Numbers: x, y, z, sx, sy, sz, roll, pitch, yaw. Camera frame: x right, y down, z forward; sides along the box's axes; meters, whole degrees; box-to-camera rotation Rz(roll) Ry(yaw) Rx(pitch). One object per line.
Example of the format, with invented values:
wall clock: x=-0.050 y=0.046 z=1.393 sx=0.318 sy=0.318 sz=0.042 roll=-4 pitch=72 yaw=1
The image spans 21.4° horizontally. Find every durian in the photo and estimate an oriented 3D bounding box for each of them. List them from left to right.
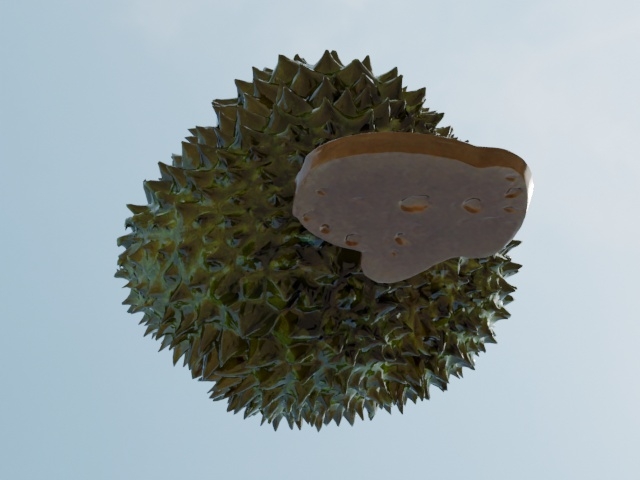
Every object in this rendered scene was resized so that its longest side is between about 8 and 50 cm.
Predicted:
durian: x=0.000 y=-0.002 z=1.186 sx=0.291 sy=0.224 sz=0.291 roll=2 pitch=-105 yaw=-9

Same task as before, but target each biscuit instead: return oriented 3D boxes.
biscuit: x=0.051 y=-0.019 z=1.009 sx=0.140 sy=0.118 sz=0.023 roll=9 pitch=-133 yaw=-12
